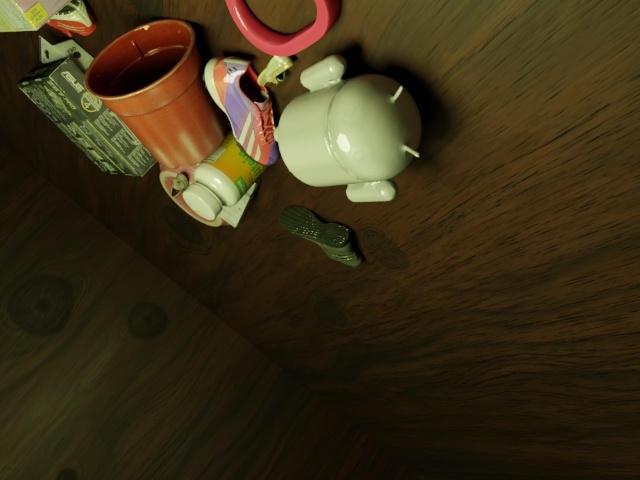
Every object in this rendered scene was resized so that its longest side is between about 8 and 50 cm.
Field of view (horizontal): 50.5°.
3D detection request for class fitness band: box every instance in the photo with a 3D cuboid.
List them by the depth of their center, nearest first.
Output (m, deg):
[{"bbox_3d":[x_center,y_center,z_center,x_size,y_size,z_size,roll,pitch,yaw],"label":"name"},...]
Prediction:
[{"bbox_3d":[-0.084,-0.450,1.267,0.209,0.054,0.291,44,157,-22],"label":"fitness band"}]

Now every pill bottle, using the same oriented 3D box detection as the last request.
[{"bbox_3d":[-0.235,-0.173,1.732,0.136,0.245,0.136,31,156,15],"label":"pill bottle"}]

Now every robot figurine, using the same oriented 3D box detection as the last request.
[{"bbox_3d":[0.054,-0.210,1.321,0.353,0.200,0.299,2,124,54],"label":"robot figurine"}]

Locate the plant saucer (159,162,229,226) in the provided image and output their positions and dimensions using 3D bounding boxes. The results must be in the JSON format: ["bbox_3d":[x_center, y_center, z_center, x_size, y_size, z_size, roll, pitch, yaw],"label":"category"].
[{"bbox_3d":[-0.396,-0.158,2.192,0.332,0.084,0.332,31,156,15],"label":"plant saucer"}]

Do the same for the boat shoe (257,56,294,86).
[{"bbox_3d":[-0.095,-0.357,1.446,0.045,0.050,0.135,46,156,-6],"label":"boat shoe"}]

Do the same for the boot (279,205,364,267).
[{"bbox_3d":[0.000,0.000,1.940,0.247,0.083,0.161,25,159,30],"label":"boot"}]

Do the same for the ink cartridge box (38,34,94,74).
[{"bbox_3d":[-0.688,-0.482,2.032,0.333,0.065,0.165,40,158,-9],"label":"ink cartridge box"}]

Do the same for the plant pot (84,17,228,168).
[{"bbox_3d":[-0.362,-0.330,1.602,0.272,0.272,0.265,20,153,34],"label":"plant pot"}]

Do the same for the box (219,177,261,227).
[{"bbox_3d":[-0.270,-0.148,1.994,0.145,0.038,0.186,35,128,6],"label":"box"}]

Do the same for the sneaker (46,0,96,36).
[{"bbox_3d":[-0.704,-0.596,1.804,0.279,0.107,0.118,24,163,33],"label":"sneaker"}]

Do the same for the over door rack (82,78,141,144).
[{"bbox_3d":[-0.459,-0.392,1.848,0.324,0.108,0.239,-4,135,37],"label":"over door rack"}]

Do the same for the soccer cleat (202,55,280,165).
[{"bbox_3d":[-0.154,-0.293,1.591,0.117,0.108,0.318,5,143,31],"label":"soccer cleat"}]

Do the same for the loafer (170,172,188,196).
[{"bbox_3d":[-0.435,-0.164,2.079,0.045,0.039,0.125,39,157,-3],"label":"loafer"}]

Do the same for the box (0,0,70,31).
[{"bbox_3d":[-0.691,-0.609,1.613,0.243,0.213,0.117,15,149,42],"label":"box"}]

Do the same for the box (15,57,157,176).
[{"bbox_3d":[-0.721,-0.368,2.097,0.318,0.097,0.395,11,147,52],"label":"box"}]
